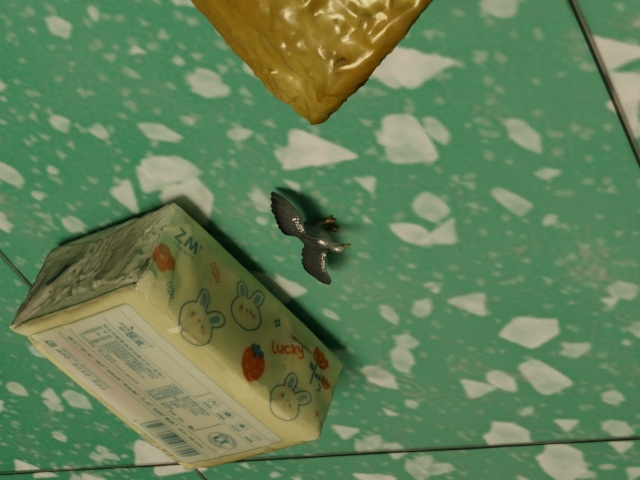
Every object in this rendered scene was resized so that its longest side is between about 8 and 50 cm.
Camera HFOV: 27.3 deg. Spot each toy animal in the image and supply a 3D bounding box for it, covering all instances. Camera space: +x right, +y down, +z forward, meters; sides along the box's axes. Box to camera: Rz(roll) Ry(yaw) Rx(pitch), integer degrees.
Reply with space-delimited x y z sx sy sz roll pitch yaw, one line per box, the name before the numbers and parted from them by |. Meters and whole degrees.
toy animal | 0.000 -0.001 0.884 0.050 0.028 0.084 -8 132 31

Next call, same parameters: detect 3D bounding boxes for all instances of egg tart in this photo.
egg tart | 0.007 -0.168 0.578 0.147 0.202 0.202 39 139 -3

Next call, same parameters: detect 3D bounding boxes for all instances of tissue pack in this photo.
tissue pack | -0.102 0.074 0.964 0.148 0.092 0.196 -18 130 37
